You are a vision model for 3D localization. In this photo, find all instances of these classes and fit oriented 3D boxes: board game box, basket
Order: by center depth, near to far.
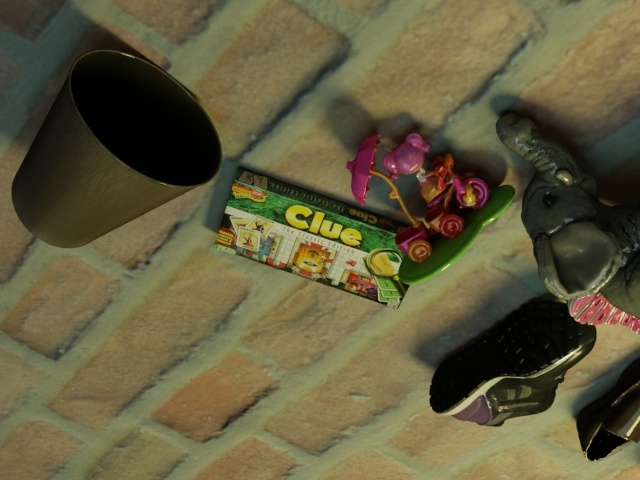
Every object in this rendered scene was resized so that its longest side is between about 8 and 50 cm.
[{"bbox_3d":[-0.262,-0.092,1.334,0.204,0.154,0.227,34,137,-21],"label":"basket"},{"bbox_3d":[0.000,0.000,1.434,0.259,0.030,0.136,18,134,-3],"label":"board game box"}]

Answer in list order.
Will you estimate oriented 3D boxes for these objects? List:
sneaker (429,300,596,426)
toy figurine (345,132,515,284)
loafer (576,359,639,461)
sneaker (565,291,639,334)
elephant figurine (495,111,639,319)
[{"bbox_3d":[0.280,0.171,1.489,0.124,0.107,0.283,25,143,-25],"label":"sneaker"},{"bbox_3d":[0.111,-0.062,1.295,0.173,0.130,0.159,-38,107,16],"label":"toy figurine"},{"bbox_3d":[0.427,0.237,1.512,0.080,0.078,0.220,23,136,-7],"label":"loafer"},{"bbox_3d":[0.367,0.069,1.378,0.170,0.075,0.063,7,122,-23],"label":"sneaker"},{"bbox_3d":[0.297,-0.011,1.256,0.239,0.186,0.169,12,157,10],"label":"elephant figurine"}]
